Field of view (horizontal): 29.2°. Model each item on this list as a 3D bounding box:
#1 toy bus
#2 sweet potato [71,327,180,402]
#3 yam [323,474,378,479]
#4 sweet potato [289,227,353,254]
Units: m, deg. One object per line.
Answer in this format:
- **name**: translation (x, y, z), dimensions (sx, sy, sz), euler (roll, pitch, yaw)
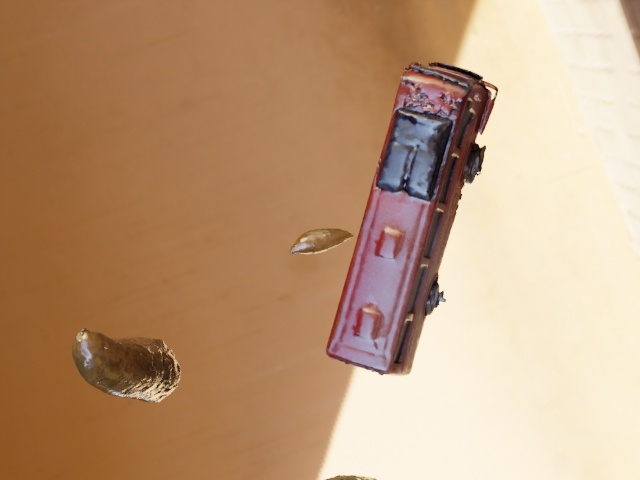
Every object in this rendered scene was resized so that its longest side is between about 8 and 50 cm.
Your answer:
- **toy bus**: translation (0.066, -0.017, 0.907), dimensions (0.096, 0.073, 0.235), euler (10, -84, -76)
- **sweet potato**: translation (-0.251, 0.174, 1.698), dimensions (0.341, 0.114, 0.092), euler (66, -134, -80)
- **yam**: translation (0.020, 0.451, 1.802), dimensions (0.271, 0.202, 0.201), euler (-15, -91, -70)
- **sweet potato**: translation (0.000, 0.000, 1.730), dimensions (0.034, 0.095, 0.034), euler (167, 90, -78)
